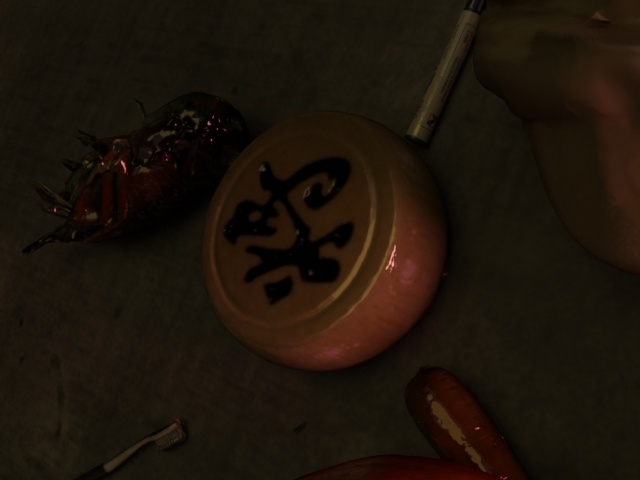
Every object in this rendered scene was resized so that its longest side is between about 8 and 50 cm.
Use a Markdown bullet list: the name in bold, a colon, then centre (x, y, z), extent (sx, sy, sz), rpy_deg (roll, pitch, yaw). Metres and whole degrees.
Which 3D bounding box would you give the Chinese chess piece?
- **Chinese chess piece**: centre (0.000, 0.000, 0.780), extent (0.257, 0.104, 0.257), rpy_deg (-12, 67, 31)

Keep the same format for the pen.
- **pen**: centre (0.137, -0.190, 0.796), extent (0.025, 0.025, 0.204), rpy_deg (23, 88, 38)

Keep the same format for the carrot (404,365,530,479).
- **carrot**: centre (0.146, 0.204, 0.637), extent (0.059, 0.059, 0.248), rpy_deg (-43, 58, 16)

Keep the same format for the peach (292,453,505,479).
- **peach**: centre (0.063, 0.307, 0.501), extent (0.380, 0.242, 0.306), rpy_deg (29, 95, 42)

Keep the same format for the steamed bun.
- **steamed bun**: centre (0.262, -0.197, 0.518), extent (0.367, 0.255, 0.343), rpy_deg (-32, 34, 25)

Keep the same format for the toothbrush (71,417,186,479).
- **toothbrush**: centre (-0.264, 0.275, 0.926), extent (0.288, 0.024, 0.026), rpy_deg (-31, 73, 23)

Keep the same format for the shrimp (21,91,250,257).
- **shrimp**: centre (-0.242, -0.085, 0.978), extent (0.372, 0.137, 0.172), rpy_deg (-15, 29, 23)
